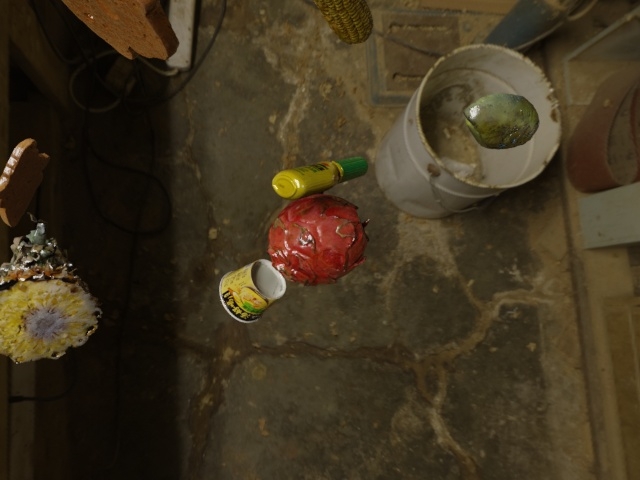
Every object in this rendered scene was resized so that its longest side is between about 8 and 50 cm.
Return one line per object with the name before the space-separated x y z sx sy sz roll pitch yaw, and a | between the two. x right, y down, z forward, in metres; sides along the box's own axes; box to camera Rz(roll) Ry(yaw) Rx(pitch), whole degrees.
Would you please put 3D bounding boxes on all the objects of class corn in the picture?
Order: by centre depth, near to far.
corn | 0.040 -0.639 1.470 0.120 0.363 0.120 -10 68 26

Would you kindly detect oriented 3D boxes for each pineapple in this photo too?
pineapple | -0.636 0.085 1.249 0.262 0.262 0.272 -23 46 -11

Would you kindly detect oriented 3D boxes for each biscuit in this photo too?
biscuit | -0.510 -0.582 1.353 0.350 0.455 0.078 42 76 -41
biscuit | -0.758 -0.142 1.419 0.043 0.280 0.183 35 36 -2

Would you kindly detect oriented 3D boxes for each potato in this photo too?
potato | 0.346 -0.215 1.062 0.119 0.198 0.054 -46 54 25

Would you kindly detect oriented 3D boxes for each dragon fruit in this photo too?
dragon fruit | -0.009 0.000 1.364 0.241 0.241 0.252 47 110 -1

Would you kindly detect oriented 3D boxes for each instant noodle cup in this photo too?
instant noodle cup | -0.173 0.126 1.476 0.151 0.122 0.151 25 48 -31

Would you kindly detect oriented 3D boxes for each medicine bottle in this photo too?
medicine bottle | 0.011 -0.143 1.246 0.260 0.095 0.064 -20 113 -44
